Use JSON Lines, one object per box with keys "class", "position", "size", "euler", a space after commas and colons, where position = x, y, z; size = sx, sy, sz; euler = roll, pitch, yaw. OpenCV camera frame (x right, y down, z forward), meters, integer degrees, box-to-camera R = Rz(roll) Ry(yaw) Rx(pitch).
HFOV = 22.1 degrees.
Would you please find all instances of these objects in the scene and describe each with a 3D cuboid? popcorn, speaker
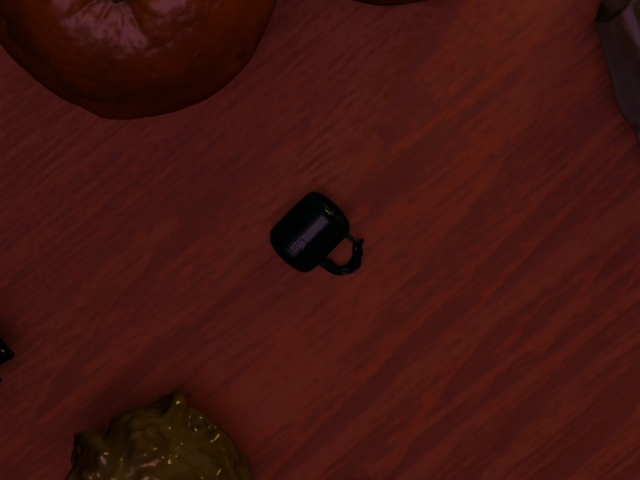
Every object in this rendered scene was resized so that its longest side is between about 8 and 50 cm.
{"class": "popcorn", "position": [-0.181, 0.277, 1.690], "size": [0.217, 0.181, 0.235], "euler": [-5, 101, 3]}
{"class": "speaker", "position": [0.000, -0.002, 1.690], "size": [0.075, 0.060, 0.094], "euler": [-44, 134, 10]}

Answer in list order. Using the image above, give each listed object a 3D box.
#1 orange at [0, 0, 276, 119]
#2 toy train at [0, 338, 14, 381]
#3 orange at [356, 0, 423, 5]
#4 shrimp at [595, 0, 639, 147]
{"class": "orange", "position": [-0.178, -0.254, 1.537], "size": [0.284, 0.226, 0.284], "euler": [2, 108, 5]}
{"class": "toy train", "position": [-0.473, 0.065, 1.661], "size": [0.231, 0.163, 0.369], "euler": [-40, 100, 1]}
{"class": "orange", "position": [0.081, -0.391, 1.539], "size": [0.262, 0.196, 0.334], "euler": [0, 97, -13]}
{"class": "shrimp", "position": [0.394, -0.192, 1.624], "size": [0.247, 0.085, 0.360], "euler": [-3, 100, -5]}
